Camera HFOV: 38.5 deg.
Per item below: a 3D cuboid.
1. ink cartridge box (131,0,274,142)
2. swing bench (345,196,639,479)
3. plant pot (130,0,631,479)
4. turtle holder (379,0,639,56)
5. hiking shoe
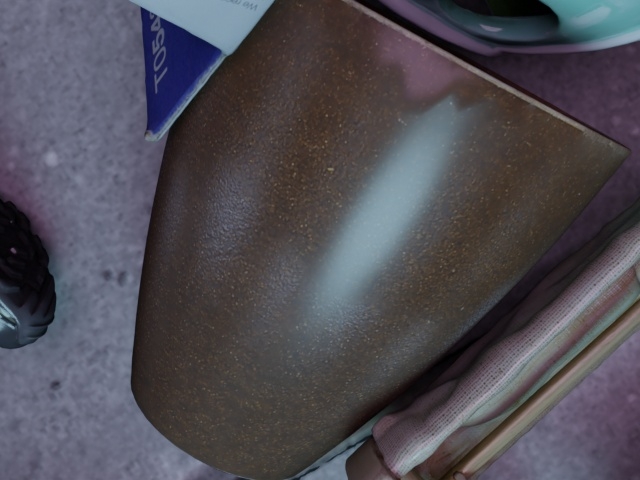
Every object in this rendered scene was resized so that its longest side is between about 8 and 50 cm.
[{"bbox_3d":[-0.035,-0.259,0.355,0.072,0.330,0.324,10,57,-35],"label":"ink cartridge box"},{"bbox_3d":[0.187,0.114,0.477,0.253,0.165,0.254,-42,87,1],"label":"swing bench"},{"bbox_3d":[0.000,0.000,0.469,0.215,0.215,0.230,29,104,0],"label":"plant pot"},{"bbox_3d":[0.136,-0.208,0.438,0.227,0.320,0.243,-45,66,35],"label":"turtle holder"},{"bbox_3d":[-0.256,0.002,0.527,0.227,0.086,0.114,37,104,6],"label":"hiking shoe"}]
